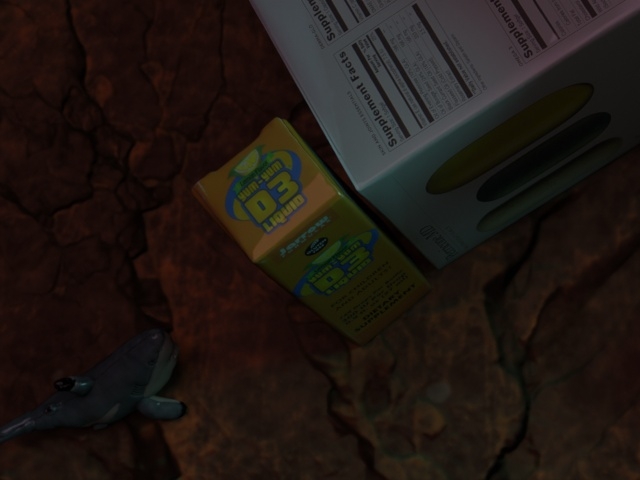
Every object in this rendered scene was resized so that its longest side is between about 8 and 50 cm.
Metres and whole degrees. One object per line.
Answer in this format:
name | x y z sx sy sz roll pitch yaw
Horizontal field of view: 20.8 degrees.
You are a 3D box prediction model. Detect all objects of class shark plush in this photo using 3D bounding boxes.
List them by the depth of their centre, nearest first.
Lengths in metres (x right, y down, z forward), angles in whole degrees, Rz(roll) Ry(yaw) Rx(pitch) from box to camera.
shark plush | -0.177 0.106 1.313 0.161 0.067 0.073 -15 69 15

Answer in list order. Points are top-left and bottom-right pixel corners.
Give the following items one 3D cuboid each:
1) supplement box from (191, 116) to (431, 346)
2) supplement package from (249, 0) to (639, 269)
supplement box | 0.000 0.000 1.191 0.078 0.233 0.080 -39 64 5
supplement package | 0.122 -0.149 1.215 0.262 0.199 0.198 -32 66 8
